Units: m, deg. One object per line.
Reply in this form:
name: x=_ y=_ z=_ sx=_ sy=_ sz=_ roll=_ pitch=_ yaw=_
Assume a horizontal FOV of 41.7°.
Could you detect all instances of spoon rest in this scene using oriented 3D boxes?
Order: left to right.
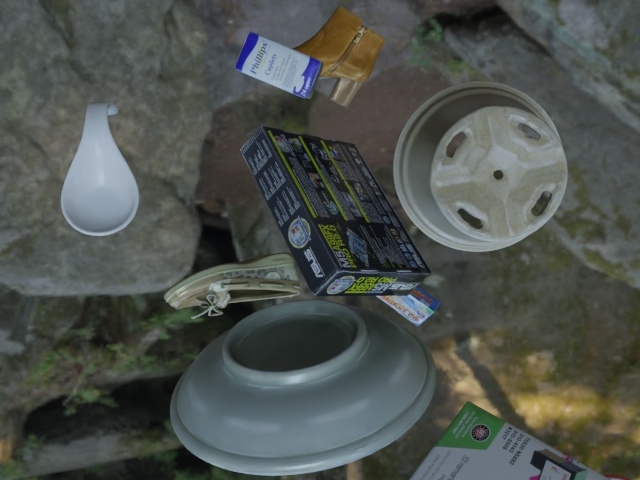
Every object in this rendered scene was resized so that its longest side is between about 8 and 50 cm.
spoon rest: x=-0.398 y=-0.138 z=1.515 sx=0.137 sy=0.277 sz=0.084 roll=-5 pitch=157 yaw=-5

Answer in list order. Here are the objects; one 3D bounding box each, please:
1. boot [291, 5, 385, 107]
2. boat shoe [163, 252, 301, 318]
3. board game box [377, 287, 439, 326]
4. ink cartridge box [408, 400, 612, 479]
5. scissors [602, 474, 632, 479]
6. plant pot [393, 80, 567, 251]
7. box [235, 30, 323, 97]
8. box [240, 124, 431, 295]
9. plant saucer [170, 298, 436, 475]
boot: x=-0.007 y=-0.472 z=2.031 sx=0.295 sy=0.211 sz=0.104 roll=23 pitch=-173 yaw=-14
boat shoe: x=-0.173 y=0.097 z=1.707 sx=0.285 sy=0.089 sz=0.104 roll=-15 pitch=166 yaw=-22
board game box: x=0.208 y=0.140 z=2.244 sx=0.201 sy=0.035 sz=0.136 roll=35 pitch=155 yaw=3
ink cartridge box: x=0.266 y=0.377 z=1.129 sx=0.278 sy=0.117 sz=0.201 roll=26 pitch=-134 yaw=25
scissors: x=0.411 y=0.444 z=1.437 sx=0.296 sy=0.109 sz=0.021 roll=9 pitch=160 yaw=-6
plant pot: x=0.300 y=-0.125 z=1.501 sx=0.333 sy=0.334 sz=0.305 roll=-7 pitch=-173 yaw=4
box: x=-0.070 y=-0.310 z=1.496 sx=0.137 sy=0.072 sz=0.126 roll=22 pitch=-171 yaw=-1
box: x=0.023 y=-0.042 z=1.255 sx=0.216 sy=0.270 sz=0.060 roll=3 pitch=140 yaw=-47
plant saucer: x=-0.032 y=0.179 z=1.241 sx=0.400 sy=0.101 sz=0.400 roll=-7 pitch=-156 yaw=3
